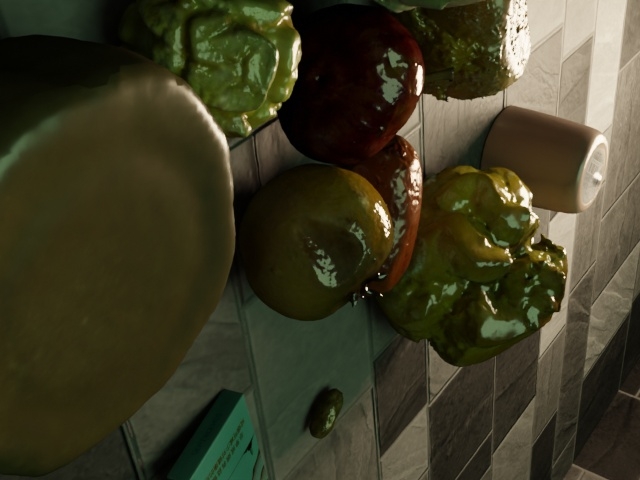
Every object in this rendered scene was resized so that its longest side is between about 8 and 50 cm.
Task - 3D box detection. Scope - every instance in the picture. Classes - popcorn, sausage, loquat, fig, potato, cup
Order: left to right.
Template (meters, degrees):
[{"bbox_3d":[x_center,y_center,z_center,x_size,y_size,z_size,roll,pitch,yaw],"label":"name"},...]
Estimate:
[{"bbox_3d":[-0.114,-0.198,0.899,0.185,0.187,0.167,-48,178,-44],"label":"popcorn"},{"bbox_3d":[-0.004,0.002,1.123,0.213,0.213,0.213,-32,132,-44],"label":"loquat"},{"bbox_3d":[0.010,0.289,1.453,0.092,0.045,0.046,-60,148,-21],"label":"potato"},{"bbox_3d":[0.047,-0.203,1.135,0.204,0.186,0.249,-65,166,14],"label":"fig"},{"bbox_3d":[0.091,-0.036,1.326,0.133,0.133,0.259,-15,118,-52],"label":"sausage"},{"bbox_3d":[0.464,-0.139,1.755,0.192,0.200,0.253,-57,146,-20],"label":"cup"}]

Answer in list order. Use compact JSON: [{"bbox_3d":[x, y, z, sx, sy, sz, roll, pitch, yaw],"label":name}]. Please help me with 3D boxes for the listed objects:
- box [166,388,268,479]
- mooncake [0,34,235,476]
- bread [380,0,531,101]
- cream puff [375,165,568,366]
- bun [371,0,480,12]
[{"bbox_3d":[-0.140,0.350,1.239,0.162,0.041,0.229,-57,147,-43],"label":"box"},{"bbox_3d":[-0.257,0.006,0.775,0.378,0.200,0.379,-38,140,-40],"label":"mooncake"},{"bbox_3d":[0.200,-0.308,1.277,0.176,0.195,0.246,-58,146,-25],"label":"bread"},{"bbox_3d":[0.291,0.053,1.535,0.378,0.275,0.379,-28,128,-43],"label":"cream puff"},{"bbox_3d":[0.095,-0.376,1.034,0.187,0.293,0.293,-44,145,-1],"label":"bun"}]
